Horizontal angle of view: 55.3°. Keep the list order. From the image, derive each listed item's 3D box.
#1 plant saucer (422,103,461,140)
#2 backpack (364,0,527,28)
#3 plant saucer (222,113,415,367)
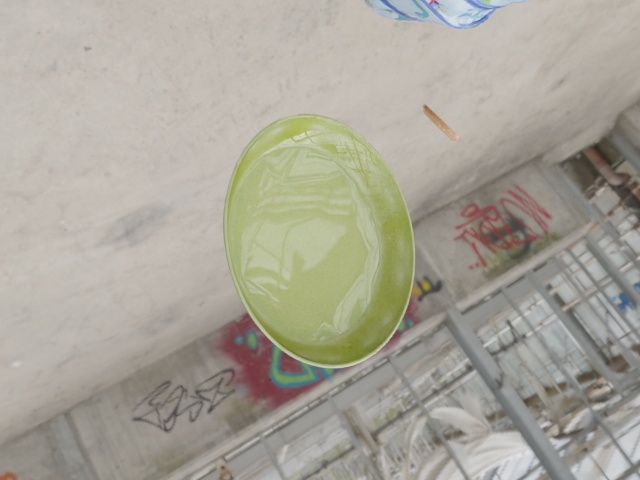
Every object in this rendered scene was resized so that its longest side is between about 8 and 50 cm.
[{"bbox_3d":[0.196,-0.191,1.000,0.013,0.083,0.083,-47,160,16],"label":"plant saucer"},{"bbox_3d":[0.153,-0.398,0.624,0.355,0.273,0.290,-53,139,8],"label":"backpack"},{"bbox_3d":[0.000,0.000,0.586,0.241,0.240,0.037,-16,-177,-43],"label":"plant saucer"}]
